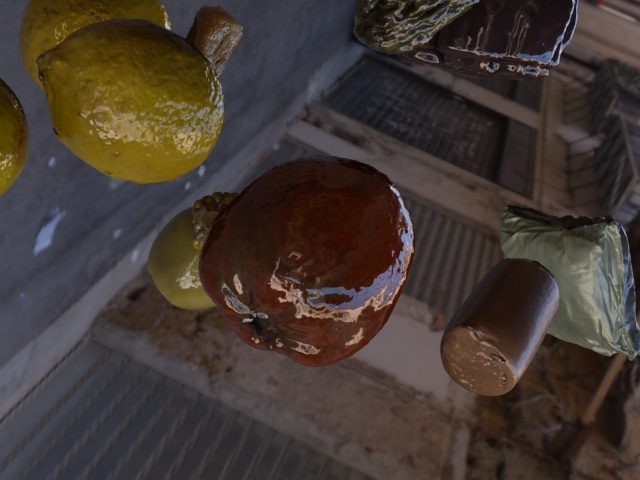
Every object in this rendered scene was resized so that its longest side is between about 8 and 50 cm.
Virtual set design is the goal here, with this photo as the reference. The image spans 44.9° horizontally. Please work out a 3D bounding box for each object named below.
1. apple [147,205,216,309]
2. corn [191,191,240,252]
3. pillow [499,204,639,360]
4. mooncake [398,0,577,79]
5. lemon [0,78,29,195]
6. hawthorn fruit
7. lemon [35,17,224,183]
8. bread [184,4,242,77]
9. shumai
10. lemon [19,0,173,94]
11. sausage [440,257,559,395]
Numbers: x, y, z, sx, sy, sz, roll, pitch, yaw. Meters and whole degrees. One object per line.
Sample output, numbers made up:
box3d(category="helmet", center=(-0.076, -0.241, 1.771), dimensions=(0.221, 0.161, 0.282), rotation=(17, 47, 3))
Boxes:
box3d(category="apple", center=(-0.283, 0.044, 1.884), dimensions=(0.262, 0.262, 0.262), rotation=(25, 90, -85))
box3d(category="corn", center=(-0.110, 0.002, 1.062), dimensions=(0.097, 0.097, 0.320), rotation=(-64, 171, -8))
box3d(category="pillow", center=(0.490, 0.077, 1.557), dimensions=(0.138, 0.283, 0.309), rotation=(-29, 113, -34))
box3d(category="mooncake", center=(0.337, -0.462, 1.679), dimensions=(0.351, 0.381, 0.212), rotation=(-6, 111, -49))
box3d(category="lemon", center=(-0.570, -0.158, 1.151), dimensions=(0.267, 0.267, 0.267), rotation=(25, 90, -85))
box3d(category="hawthorn fruit", center=(0.000, 0.000, 0.835), dimensions=(0.262, 0.211, 0.210), rotation=(-55, 170, -39))
box3d(category="lemon", center=(-0.292, -0.220, 1.219), dimensions=(0.253, 0.310, 0.253), rotation=(-22, -120, 43))
box3d(category="bread", center=(-0.197, -0.354, 1.383), dimensions=(0.125, 0.082, 0.106), rotation=(-61, -158, 13))
box3d(category="shumai", center=(0.152, -0.455, 1.316), dimensions=(0.256, 0.189, 0.218), rotation=(-40, 153, -7))
box3d(category="lemon", center=(-0.468, -0.420, 1.645), dimensions=(0.336, 0.336, 0.336), rotation=(25, 90, -85))
box3d(category="sausage", center=(0.250, 0.120, 1.084), dimensions=(0.253, 0.123, 0.123), rotation=(-34, 151, -55))
